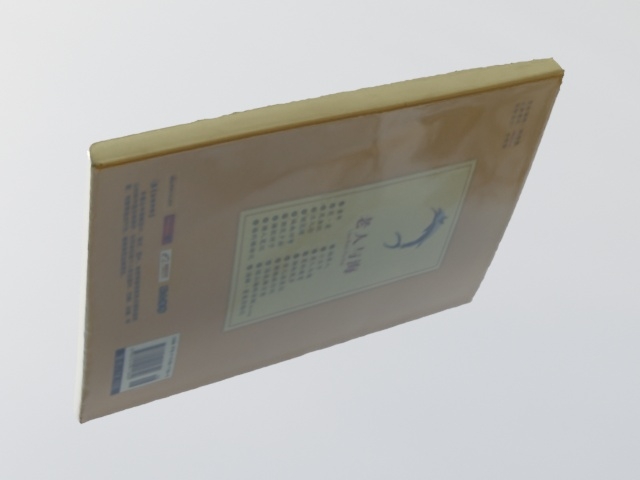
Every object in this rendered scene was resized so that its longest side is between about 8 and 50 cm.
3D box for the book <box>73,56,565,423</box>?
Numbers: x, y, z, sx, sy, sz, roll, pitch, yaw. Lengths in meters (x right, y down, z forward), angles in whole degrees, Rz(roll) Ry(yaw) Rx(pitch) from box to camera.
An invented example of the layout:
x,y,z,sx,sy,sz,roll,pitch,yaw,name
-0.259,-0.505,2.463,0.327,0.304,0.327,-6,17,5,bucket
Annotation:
x,y,z,sx,sy,sz,roll,pitch,yaw,name
0.000,0.000,0.793,0.389,0.269,0.032,-14,-131,-29,book
